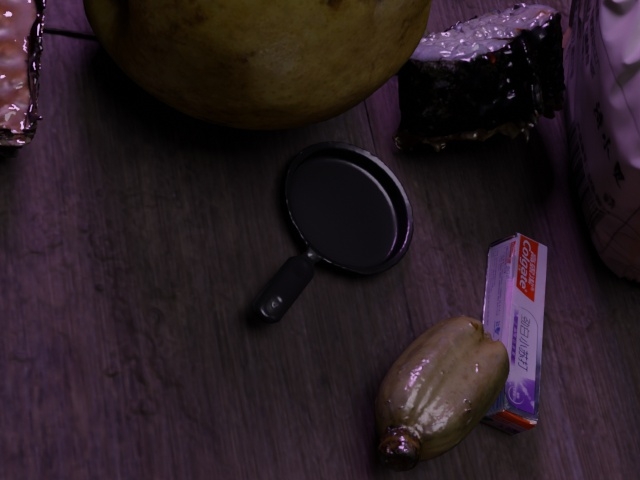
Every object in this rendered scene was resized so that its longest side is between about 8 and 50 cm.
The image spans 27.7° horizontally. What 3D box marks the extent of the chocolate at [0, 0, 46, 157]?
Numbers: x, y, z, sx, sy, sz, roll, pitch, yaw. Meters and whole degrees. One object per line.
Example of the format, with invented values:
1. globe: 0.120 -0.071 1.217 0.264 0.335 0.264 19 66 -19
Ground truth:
1. chocolate: -0.273 -0.212 1.089 0.102 0.065 0.329 1 62 -9

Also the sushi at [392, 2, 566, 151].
1. sushi: 0.174 -0.160 1.282 0.212 0.147 0.115 -31 115 -47

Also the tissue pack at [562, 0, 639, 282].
1. tissue pack: 0.336 -0.165 1.273 0.195 0.390 0.376 -13 74 -2

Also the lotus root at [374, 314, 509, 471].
1. lotus root: 0.098 0.134 1.121 0.090 0.077 0.183 42 48 3

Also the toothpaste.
1. toothpaste: 0.181 0.085 1.225 0.047 0.040 0.196 25 54 -21

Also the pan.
1. pan: 0.000 0.000 1.163 0.136 0.028 0.235 44 48 -4

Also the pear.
1. pear: -0.054 -0.237 1.103 0.304 0.304 0.304 15 59 -25
